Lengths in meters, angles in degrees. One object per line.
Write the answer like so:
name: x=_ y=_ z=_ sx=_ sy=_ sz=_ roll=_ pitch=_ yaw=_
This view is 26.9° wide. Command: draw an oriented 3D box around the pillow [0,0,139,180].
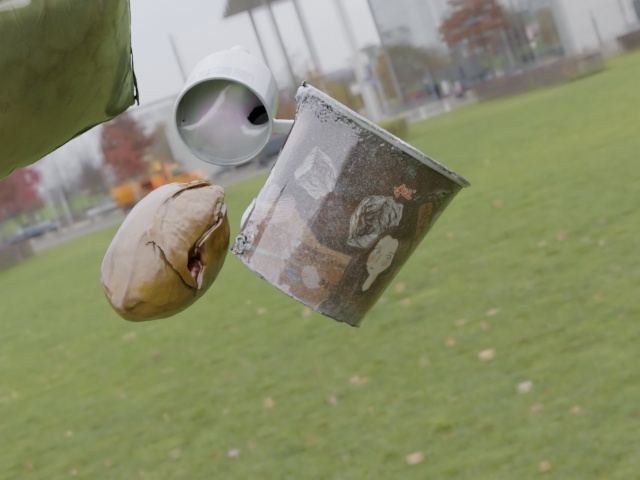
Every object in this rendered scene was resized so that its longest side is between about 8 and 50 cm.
pillow: x=-0.238 y=-0.076 z=0.841 sx=0.302 sy=0.075 sz=0.185 roll=-35 pitch=-24 yaw=-26

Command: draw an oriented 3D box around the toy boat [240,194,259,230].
toy boat: x=0.000 y=0.000 z=1.701 sx=0.207 sy=0.079 sz=0.134 roll=11 pitch=-27 yaw=-14

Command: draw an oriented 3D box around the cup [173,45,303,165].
cup: x=-0.105 y=-0.199 z=1.834 sx=0.173 sy=0.134 sz=0.142 roll=-18 pitch=27 yaw=17

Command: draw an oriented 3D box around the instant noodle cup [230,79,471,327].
instant noodle cup: x=0.023 y=-0.034 z=1.476 sx=0.207 sy=0.217 sz=0.217 roll=-59 pitch=1 yaw=6

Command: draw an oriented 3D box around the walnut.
walnut: x=-0.181 y=0.010 z=1.596 sx=0.137 sy=0.137 sz=0.245 roll=-16 pitch=25 yaw=29
